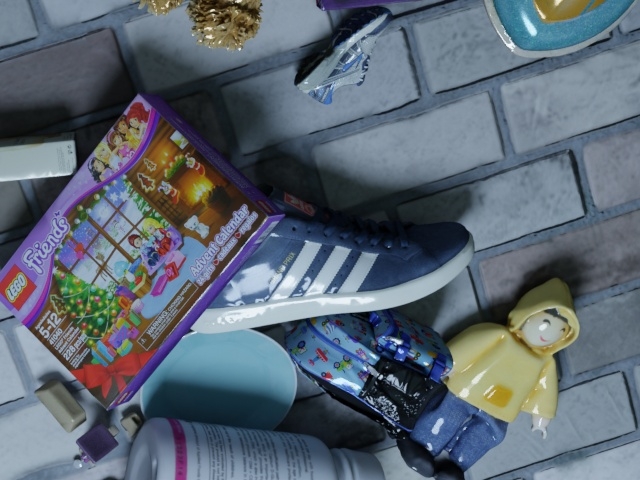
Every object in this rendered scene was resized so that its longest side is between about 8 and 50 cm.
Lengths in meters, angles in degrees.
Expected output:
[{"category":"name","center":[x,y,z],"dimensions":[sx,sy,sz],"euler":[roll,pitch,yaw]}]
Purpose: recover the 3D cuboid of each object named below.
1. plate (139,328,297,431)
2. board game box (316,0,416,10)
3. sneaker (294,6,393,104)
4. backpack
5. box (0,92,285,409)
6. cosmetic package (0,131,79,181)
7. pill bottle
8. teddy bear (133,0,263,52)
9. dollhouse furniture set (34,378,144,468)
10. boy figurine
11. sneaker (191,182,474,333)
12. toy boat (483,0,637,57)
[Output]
[{"category":"plate","center":[-0.122,0.174,1.592],"dimensions":[0.188,0.024,0.188],"euler":[-6,121,-10]},{"category":"board game box","center":[0.158,-0.377,1.480],"dimensions":[0.347,0.056,0.208],"euler":[-7,111,-6]},{"category":"sneaker","center":[0.035,-0.208,1.513],"dimensions":[0.135,0.052,0.058],"euler":[-41,117,12]},{"category":"backpack","center":[0.049,0.130,1.555],"dimensions":[0.173,0.158,0.117],"euler":[30,99,-7]},{"category":"box","center":[-0.206,0.013,1.470],"dimensions":[0.201,0.057,0.293],"euler":[43,106,11]},{"category":"cosmetic package","center":[-0.328,-0.092,1.484],"dimensions":[0.115,0.060,0.041],"euler":[-6,105,-8]},{"category":"pill bottle","center":[-0.076,0.301,1.569],"dimensions":[0.283,0.160,0.160],"euler":[9,105,-21]},{"category":"teddy bear","center":[-0.067,-0.356,1.372],"dimensions":[0.338,0.113,0.245],"euler":[-42,109,4]},{"category":"dollhouse furniture set","center":[-0.288,0.215,1.605],"dimensions":[0.114,0.091,0.081],"euler":[49,137,4]},{"category":"boy figurine","center":[0.222,0.175,1.625],"dimensions":[0.177,0.092,0.285],"euler":[36,101,-13]},{"category":"sneaker","center":[0.000,0.000,1.520],"dimensions":[0.350,0.131,0.148],"euler":[-12,110,-5]},{"category":"toy boat","center":[0.216,-0.337,1.399],"dimensions":[0.318,0.148,0.267],"euler":[20,102,-14]}]
